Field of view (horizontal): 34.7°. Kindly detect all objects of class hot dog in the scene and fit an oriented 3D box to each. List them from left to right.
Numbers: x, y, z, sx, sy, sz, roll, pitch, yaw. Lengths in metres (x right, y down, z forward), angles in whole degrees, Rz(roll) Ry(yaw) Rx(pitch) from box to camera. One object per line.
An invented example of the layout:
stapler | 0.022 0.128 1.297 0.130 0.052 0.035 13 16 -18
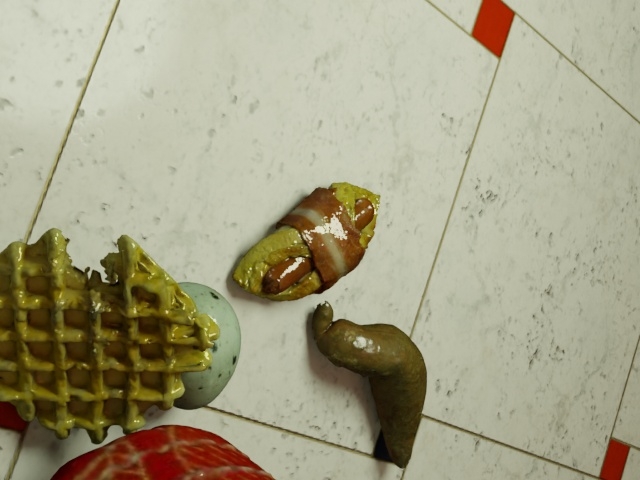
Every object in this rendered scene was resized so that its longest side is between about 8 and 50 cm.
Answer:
hot dog | 0.005 0.003 1.367 0.261 0.093 0.123 -43 123 -30

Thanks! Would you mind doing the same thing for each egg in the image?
egg | -0.161 0.128 1.219 0.131 0.131 0.164 -16 127 -40

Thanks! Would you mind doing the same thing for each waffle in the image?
waffle | -0.255 0.105 1.096 0.250 0.056 0.261 -36 121 12

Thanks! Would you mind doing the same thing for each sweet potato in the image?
sweet potato | 0.092 0.190 1.478 0.124 0.098 0.310 -36 124 -9

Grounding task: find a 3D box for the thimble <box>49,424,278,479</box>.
thimble | -0.164 0.386 1.134 0.350 0.231 0.350 -24 129 -33
